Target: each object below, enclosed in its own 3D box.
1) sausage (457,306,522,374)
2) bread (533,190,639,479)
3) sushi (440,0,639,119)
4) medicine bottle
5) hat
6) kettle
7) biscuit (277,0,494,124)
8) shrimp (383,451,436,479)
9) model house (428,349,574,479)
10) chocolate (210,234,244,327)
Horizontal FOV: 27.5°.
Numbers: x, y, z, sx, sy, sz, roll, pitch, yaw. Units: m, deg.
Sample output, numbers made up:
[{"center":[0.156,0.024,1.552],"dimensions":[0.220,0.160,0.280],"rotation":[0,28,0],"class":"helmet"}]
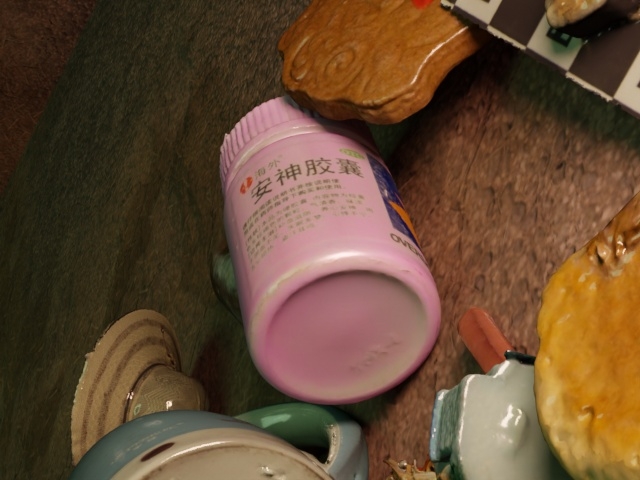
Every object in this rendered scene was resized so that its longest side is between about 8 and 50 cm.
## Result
[{"center":[0.144,0.097,1.043],"dimensions":[0.030,0.035,0.147],"rotation":[-46,27,9],"class":"sausage"},{"center":[0.233,0.052,0.742],"dimensions":[0.244,0.134,0.244],"rotation":[-49,30,41],"class":"bread"},{"center":[0.229,-0.295,0.984],"dimensions":[0.343,0.064,0.359],"rotation":[-62,32,14],"class":"sushi"},{"center":[0.000,0.000,1.254],"dimensions":[0.178,0.178,0.291],"rotation":[-60,25,28],"class":"medicine bottle"},{"center":[-0.195,0.213,1.623],"dimensions":[0.110,0.252,0.252],"rotation":[9,81,25],"class":"hat"},{"center":[-0.098,0.253,1.218],"dimensions":[0.247,0.319,0.342],"rotation":[67,165,-11],"class":"kettle"},{"center":[0.071,-0.224,1.270],"dimensions":[0.257,0.049,0.273],"rotation":[-46,32,-6],"class":"biscuit"},{"center":[0.099,0.192,1.065],"dimensions":[0.180,0.041,0.099],"rotation":[-2,72,67],"class":"shrimp"},{"center":[0.138,0.152,0.899],"dimensions":[0.149,0.148,0.119],"rotation":[131,145,-69],"class":"model house"},{"center":[-0.070,0.034,1.513],"dimensions":[0.261,0.083,0.161],"rotation":[21,92,68],"class":"chocolate"}]
